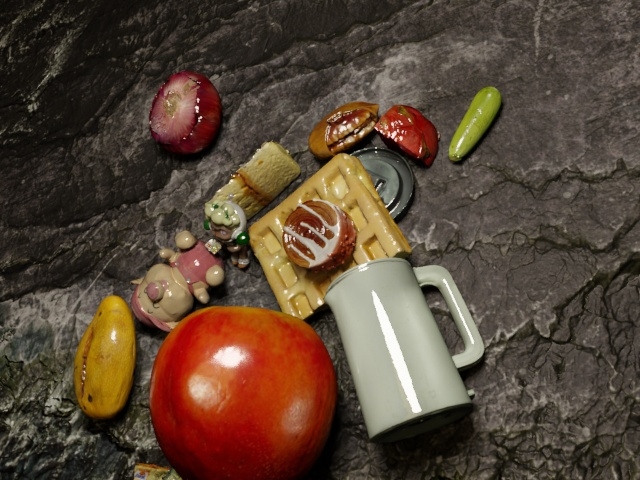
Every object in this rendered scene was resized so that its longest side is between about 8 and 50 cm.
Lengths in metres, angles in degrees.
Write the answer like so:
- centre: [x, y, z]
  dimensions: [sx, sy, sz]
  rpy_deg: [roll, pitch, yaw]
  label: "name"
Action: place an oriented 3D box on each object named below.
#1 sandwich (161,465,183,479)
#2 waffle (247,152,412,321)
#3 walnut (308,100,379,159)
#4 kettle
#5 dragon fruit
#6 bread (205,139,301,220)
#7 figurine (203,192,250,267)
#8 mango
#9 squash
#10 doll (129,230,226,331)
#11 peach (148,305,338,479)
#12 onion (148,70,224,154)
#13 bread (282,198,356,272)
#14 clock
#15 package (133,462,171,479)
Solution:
- centre: [-0.285, 0.629, 1.184]
  dimensions: [0.212, 0.109, 0.292]
  rpy_deg: [-40, 62, 0]
  label: "sandwich"
- centre: [0.001, 0.000, 1.321]
  dimensions: [0.348, 0.077, 0.304]
  rpy_deg: [-38, 63, 17]
  label: "waffle"
- centre: [0.060, -0.276, 1.421]
  dimensions: [0.207, 0.116, 0.116]
  rpy_deg: [-33, 61, 5]
  label: "walnut"
- centre: [0.172, 0.204, 1.132]
  dimensions: [0.264, 0.205, 0.318]
  rpy_deg: [-27, 59, 13]
  label: "kettle"
- centre: [0.209, -0.260, 1.335]
  dimensions: [0.120, 0.161, 0.127]
  rpy_deg: [24, 90, 29]
  label: "dragon fruit"
- centre: [-0.191, -0.171, 1.438]
  dimensions: [0.240, 0.178, 0.135]
  rpy_deg: [-42, 62, 3]
  label: "bread"
- centre: [-0.221, -0.015, 1.366]
  dimensions: [0.147, 0.197, 0.093]
  rpy_deg: [21, 39, 34]
  label: "figurine"
- centre: [-0.520, 0.283, 1.378]
  dimensions: [0.177, 0.120, 0.295]
  rpy_deg: [2, 90, 45]
  label: "mango"
- centre: [0.357, -0.270, 1.327]
  dimensions: [0.066, 0.066, 0.201]
  rpy_deg: [28, 82, 28]
  label: "squash"
- centre: [-0.354, 0.114, 1.403]
  dimensions: [0.256, 0.152, 0.196]
  rpy_deg: [-42, 47, 6]
  label: "doll"
- centre: [-0.152, 0.320, 1.126]
  dimensions: [0.388, 0.388, 0.389]
  rpy_deg: [-8, 67, 18]
  label: "peach"
- centre: [-0.370, -0.347, 1.591]
  dimensions: [0.248, 0.161, 0.248]
  rpy_deg: [-15, 58, 24]
  label: "onion"
- centre: [-0.004, -0.011, 1.238]
  dimensions: [0.160, 0.073, 0.161]
  rpy_deg: [-8, 72, 28]
  label: "bread"
- centre: [0.121, -0.121, 1.372]
  dimensions: [0.214, 0.042, 0.215]
  rpy_deg: [-8, 67, 19]
  label: "clock"
- centre: [-0.387, 0.571, 1.297]
  dimensions: [0.107, 0.031, 0.121]
  rpy_deg: [-2, 67, 21]
  label: "package"
